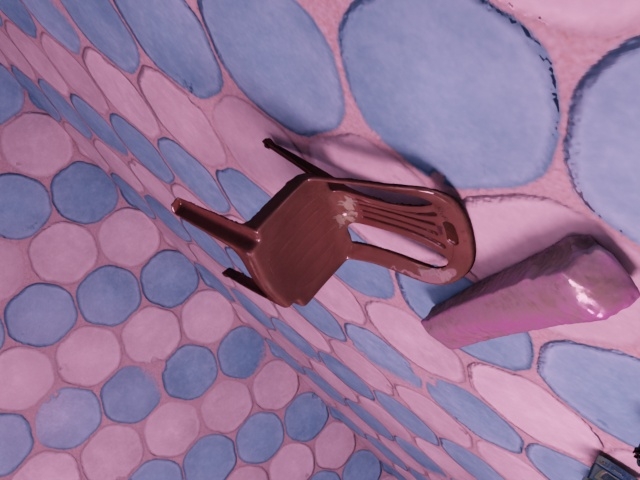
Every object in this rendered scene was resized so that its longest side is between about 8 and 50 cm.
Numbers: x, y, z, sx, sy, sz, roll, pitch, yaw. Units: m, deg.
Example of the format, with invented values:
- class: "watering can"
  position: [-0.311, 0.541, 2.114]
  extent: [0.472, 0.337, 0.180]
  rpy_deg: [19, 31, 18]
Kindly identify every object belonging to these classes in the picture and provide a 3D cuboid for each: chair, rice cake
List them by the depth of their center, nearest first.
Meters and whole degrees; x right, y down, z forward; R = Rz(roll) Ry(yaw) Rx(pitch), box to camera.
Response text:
- class: "rice cake"
  position: [0.206, 0.076, 0.597]
  extent: [0.073, 0.056, 0.365]
  rpy_deg: [44, 160, 3]
- class: "chair"
  position: [0.000, 0.000, 0.647]
  extent: [0.327, 0.183, 0.175]
  rpy_deg: [25, 154, 42]

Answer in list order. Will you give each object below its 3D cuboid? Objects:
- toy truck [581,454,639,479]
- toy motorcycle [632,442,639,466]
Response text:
- class: "toy truck"
  position: [0.425, 0.396, 0.786]
  extent: [0.067, 0.081, 0.175]
  rpy_deg: [31, 157, 35]
- class: "toy motorcycle"
  position: [0.402, 0.228, 0.533]
  extent: [0.100, 0.058, 0.173]
  rpy_deg: [32, 160, 9]
